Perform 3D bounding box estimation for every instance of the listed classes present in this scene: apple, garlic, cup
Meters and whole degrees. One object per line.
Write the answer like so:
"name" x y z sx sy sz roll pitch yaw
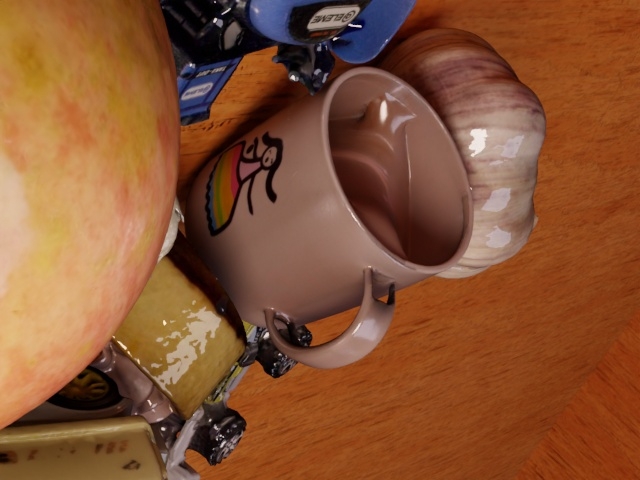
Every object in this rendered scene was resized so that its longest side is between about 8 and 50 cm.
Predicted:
"apple" -0.249 -0.071 0.904 0.364 0.364 0.364 -39 157 -20
"garlic" 0.078 -0.080 1.730 0.253 0.245 0.245 -5 146 -10
"cup" 0.000 0.000 1.571 0.200 0.253 0.191 -27 141 37

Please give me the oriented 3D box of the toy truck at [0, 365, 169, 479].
"toy truck" -0.296 0.211 1.289 0.405 0.254 0.181 1 116 -27

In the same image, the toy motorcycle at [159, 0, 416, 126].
"toy motorcycle" -0.017 -0.197 1.394 0.212 0.125 0.358 -51 163 30

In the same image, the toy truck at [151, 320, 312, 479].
"toy truck" -0.123 0.136 1.768 0.286 0.136 0.111 -57 161 18

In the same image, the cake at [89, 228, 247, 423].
"cake" -0.182 0.073 1.493 0.178 0.208 0.185 -36 -162 -15

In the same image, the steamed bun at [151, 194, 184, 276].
"steamed bun" -0.220 -0.025 1.314 0.211 0.144 0.218 -34 131 0
